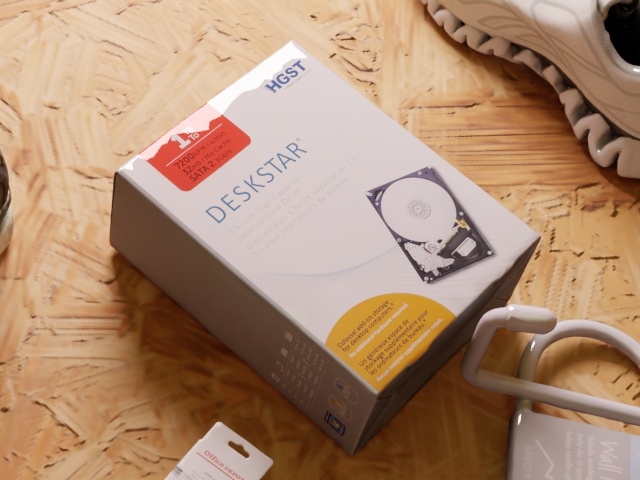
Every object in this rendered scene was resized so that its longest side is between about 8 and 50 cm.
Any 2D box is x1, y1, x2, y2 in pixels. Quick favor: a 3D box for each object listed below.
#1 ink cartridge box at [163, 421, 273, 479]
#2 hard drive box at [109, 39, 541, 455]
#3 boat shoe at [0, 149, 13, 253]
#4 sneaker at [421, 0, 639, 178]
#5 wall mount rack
[{"bbox_3d":[-0.073,0.160,0.922,0.048,0.028,0.083,35,58,13],"label":"ink cartridge box"},{"bbox_3d":[0.000,0.000,1.006,0.232,0.089,0.181,39,58,16],"label":"hard drive box"},{"bbox_3d":[-0.354,-0.021,0.952,0.305,0.091,0.109,-8,59,-15],"label":"boat shoe"},{"bbox_3d":[0.186,-0.181,1.145,0.292,0.118,0.110,42,61,19],"label":"sneaker"},{"bbox_3d":[0.232,0.176,0.902,0.304,0.130,0.350,12,53,-5],"label":"wall mount rack"}]
